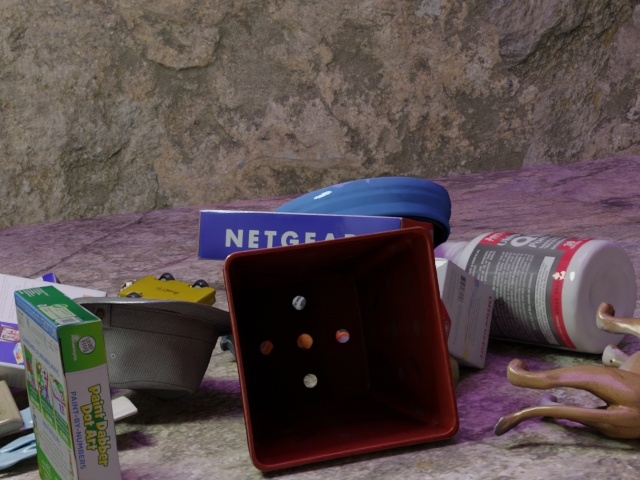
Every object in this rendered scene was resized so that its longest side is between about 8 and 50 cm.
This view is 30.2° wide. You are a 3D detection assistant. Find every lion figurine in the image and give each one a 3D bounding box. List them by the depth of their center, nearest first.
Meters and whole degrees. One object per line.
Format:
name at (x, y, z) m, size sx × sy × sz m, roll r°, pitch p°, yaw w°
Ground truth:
lion figurine at (0.419, 0.176, 1.498) m, size 0.240 × 0.142 × 0.392 m, roll 14°, pitch 35°, yaw 42°

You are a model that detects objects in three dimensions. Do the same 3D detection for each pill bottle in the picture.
pill bottle at (0.324, 0.077, 1.892) m, size 0.176 × 0.176 × 0.318 m, roll -15°, pitch 14°, yaw -43°

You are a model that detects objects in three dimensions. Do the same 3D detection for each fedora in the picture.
fedora at (-0.252, 0.161, 1.714) m, size 0.275 × 0.124 × 0.243 m, roll 2°, pitch -14°, yaw 23°

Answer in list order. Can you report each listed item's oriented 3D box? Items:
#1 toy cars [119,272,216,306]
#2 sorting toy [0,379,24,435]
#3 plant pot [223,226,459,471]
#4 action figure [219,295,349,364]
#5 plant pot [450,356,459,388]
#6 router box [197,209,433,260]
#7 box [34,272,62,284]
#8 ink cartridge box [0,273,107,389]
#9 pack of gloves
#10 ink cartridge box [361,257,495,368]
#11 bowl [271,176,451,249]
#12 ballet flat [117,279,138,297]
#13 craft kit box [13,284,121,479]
toy cars at (-0.378, 0.143, 2.180) m, size 0.393 × 0.087 × 0.176 m, roll -10°, pitch 21°, yaw 2°
sorting toy at (-0.490, 0.240, 1.670) m, size 0.307 × 0.041 × 0.229 m, roll -19°, pitch 13°, yaw -18°
plant pot at (0.004, 0.136, 1.567) m, size 0.267 × 0.267 × 0.236 m, roll -8°, pitch -1°, yaw -13°
action figure at (0.007, 0.116, 1.872) m, size 0.341 × 0.179 × 0.330 m, roll -6°, pitch 17°, yaw -5°
plant pot at (0.151, 0.188, 1.673) m, size 0.079 × 0.083 × 0.083 m, roll 5°, pitch 7°, yaw -15°
router box at (0.000, 0.000, 1.984) m, size 0.335 × 0.082 × 0.301 m, roll 3°, pitch 0°, yaw 15°
box at (-0.492, 0.136, 2.031) m, size 0.137 × 0.126 × 0.072 m, roll -21°, pitch 52°, yaw 0°
ink cartridge box at (-0.525, 0.130, 1.828) m, size 0.370 × 0.069 × 0.176 m, roll 12°, pitch 47°, yaw -13°
pack of gloves at (-0.378, 0.269, 1.627) m, size 0.232 × 0.046 × 0.195 m, roll -20°, pitch 15°, yaw -20°
ink cartridge box at (0.163, 0.109, 1.761) m, size 0.127 × 0.128 × 0.176 m, roll 1°, pitch -18°, yaw 34°
bowl at (0.071, -0.008, 2.324) m, size 0.391 × 0.077 × 0.391 m, roll -11°, pitch -20°, yaw -4°
ballet flat at (-0.380, 0.119, 2.348) m, size 0.073 × 0.067 × 0.206 m, roll -6°, pitch 10°, yaw -9°
craft kit box at (-0.295, 0.192, 1.381) m, size 0.060 × 0.247 × 0.250 m, roll -7°, pitch 10°, yaw -24°
